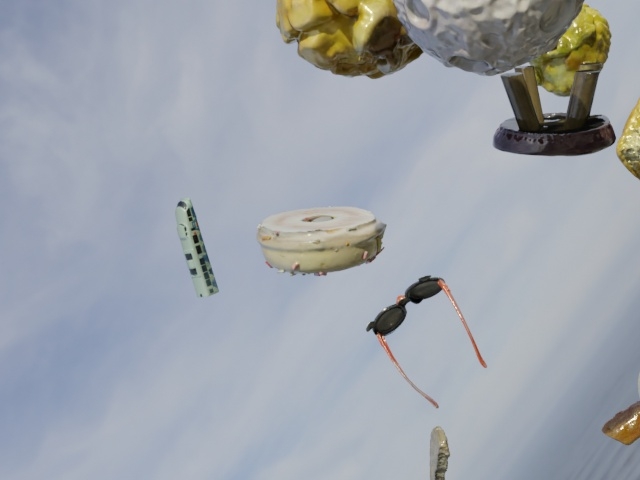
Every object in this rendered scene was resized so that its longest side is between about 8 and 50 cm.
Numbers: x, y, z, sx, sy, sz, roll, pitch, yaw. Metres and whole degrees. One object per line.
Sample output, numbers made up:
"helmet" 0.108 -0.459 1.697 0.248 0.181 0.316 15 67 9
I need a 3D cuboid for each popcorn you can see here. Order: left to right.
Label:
"popcorn" 0.082 -0.526 1.863 0.390 0.354 0.344 -43 -43 -76
"popcorn" 0.611 -0.480 2.150 0.200 0.203 0.226 -43 -35 -40

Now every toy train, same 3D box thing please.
"toy train" -0.260 0.014 1.778 0.047 0.207 0.043 -20 8 -41

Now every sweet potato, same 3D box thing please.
"sweet potato" 0.907 0.492 2.412 0.252 0.097 0.097 -30 -20 -3

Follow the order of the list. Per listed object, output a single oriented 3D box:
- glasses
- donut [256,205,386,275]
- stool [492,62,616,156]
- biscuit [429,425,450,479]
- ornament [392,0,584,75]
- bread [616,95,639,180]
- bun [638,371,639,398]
"glasses" 0.259 0.241 2.094 0.234 0.268 0.118 -44 -36 21
"donut" 0.000 0.000 2.501 0.382 0.383 0.142 -26 -63 -57
"stool" 0.521 -0.295 1.929 0.272 0.272 0.178 -28 -62 -54
"biscuit" 0.276 0.519 2.029 0.133 0.032 0.250 -90 -1 -54
"ornament" 0.287 -0.451 1.475 0.337 0.337 0.337 -47 -18 -21
"bread" 0.812 -0.258 2.043 0.121 0.174 0.245 7 67 58
"bun" 0.974 0.379 2.118 0.362 0.234 0.326 -22 20 34
